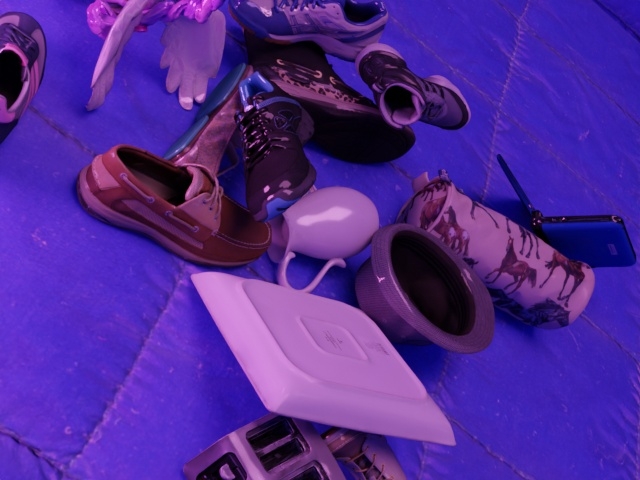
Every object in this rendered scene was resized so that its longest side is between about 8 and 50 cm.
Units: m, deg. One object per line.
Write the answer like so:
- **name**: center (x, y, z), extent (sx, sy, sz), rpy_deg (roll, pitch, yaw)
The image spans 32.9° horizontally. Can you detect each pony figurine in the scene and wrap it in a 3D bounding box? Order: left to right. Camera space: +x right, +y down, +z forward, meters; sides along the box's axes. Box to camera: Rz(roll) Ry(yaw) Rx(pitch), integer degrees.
- **pony figurine**: center (-0.286, -0.407, 1.772), extent (0.363, 0.351, 0.303), rpy_deg (38, 30, 20)

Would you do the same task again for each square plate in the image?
- **square plate**: center (0.008, 0.163, 1.627), extent (0.344, 0.049, 0.347), rpy_deg (16, 22, -34)

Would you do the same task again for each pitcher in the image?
- **pitcher**: center (0.000, 0.000, 1.836), extent (0.207, 0.125, 0.178), rpy_deg (-8, 84, -37)

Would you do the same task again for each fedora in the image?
- **fedora**: center (0.163, 0.102, 1.880), extent (0.275, 0.124, 0.244), rpy_deg (33, 40, -26)

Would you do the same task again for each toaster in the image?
- **toaster**: center (-0.064, 0.330, 1.469), extent (0.185, 0.110, 0.168), rpy_deg (-17, 71, -50)

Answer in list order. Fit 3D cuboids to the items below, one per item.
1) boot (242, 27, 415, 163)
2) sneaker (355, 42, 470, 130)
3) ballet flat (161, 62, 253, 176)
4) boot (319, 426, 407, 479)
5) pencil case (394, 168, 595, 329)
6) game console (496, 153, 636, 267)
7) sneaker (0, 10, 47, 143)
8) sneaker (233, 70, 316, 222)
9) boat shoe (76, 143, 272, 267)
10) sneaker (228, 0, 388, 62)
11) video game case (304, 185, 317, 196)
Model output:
- **boot**: center (0.005, -0.312, 2.097), extent (0.377, 0.138, 0.284), rpy_deg (12, 49, -31)
- **sneaker**: center (0.182, -0.252, 2.026), extent (0.268, 0.101, 0.153), rpy_deg (28, 31, -28)
- **ballet flat**: center (-0.170, -0.182, 1.847), extent (0.106, 0.107, 0.316), rpy_deg (48, 43, -19)
- **boot**: center (0.074, 0.339, 1.584), extent (0.165, 0.077, 0.213), rpy_deg (63, 13, 15)
- **pencil case**: center (0.340, 0.025, 2.094), extent (0.410, 0.160, 0.184), rpy_deg (30, 52, -21)
- **game console**: center (0.511, -0.061, 2.244), extent (0.293, 0.250, 0.173), rpy_deg (39, 53, -62)
- **sneaker**: center (-0.454, -0.255, 1.595), extent (0.112, 0.131, 0.319), rpy_deg (28, 41, -23)
- **sneaker**: center (-0.091, -0.150, 1.727), extent (0.140, 0.125, 0.341), rpy_deg (50, 17, -26)
- **boat shoe**: center (-0.208, -0.054, 1.664), extent (0.324, 0.120, 0.123), rpy_deg (19, 46, -32)
- **sneaker**: center (-0.018, -0.426, 1.981), extent (0.296, 0.131, 0.112), rpy_deg (8, 54, -24)
- **video game case**: center (-0.044, -0.075, 1.932), extent (0.122, 0.011, 0.087), rpy_deg (-17, 70, -50)
